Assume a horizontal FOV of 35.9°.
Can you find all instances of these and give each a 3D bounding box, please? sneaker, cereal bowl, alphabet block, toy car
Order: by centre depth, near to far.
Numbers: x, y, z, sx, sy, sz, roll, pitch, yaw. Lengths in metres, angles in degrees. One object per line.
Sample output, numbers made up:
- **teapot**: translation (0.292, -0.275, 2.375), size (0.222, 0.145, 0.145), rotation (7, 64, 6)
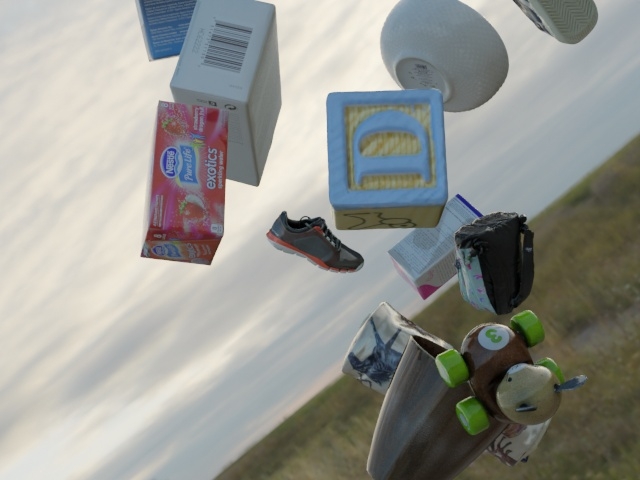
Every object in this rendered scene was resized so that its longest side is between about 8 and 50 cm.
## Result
- **toy car**: translation (0.271, 0.190, 1.332), size (0.155, 0.149, 0.188), rotation (-25, 7, -11)
- **sneaker**: translation (0.000, 0.000, 1.489), size (0.061, 0.158, 0.064), rotation (-103, 35, -64)
- **alphabet block**: translation (0.107, -0.127, 1.624), size (0.193, 0.193, 0.197), rotation (0, -10, 2)
- **sneaker**: translation (0.386, -0.522, 1.855), size (0.131, 0.350, 0.148), rotation (-37, 30, -3)
- **cereal bowl**: translation (0.287, -0.442, 2.459), size (0.141, 0.339, 0.339), rotation (-54, -1, -25)

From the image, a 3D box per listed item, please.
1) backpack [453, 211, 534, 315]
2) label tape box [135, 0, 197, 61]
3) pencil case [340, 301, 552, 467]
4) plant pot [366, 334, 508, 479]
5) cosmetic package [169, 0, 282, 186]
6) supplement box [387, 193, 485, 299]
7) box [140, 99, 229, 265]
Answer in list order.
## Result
- **backpack**: translation (0.325, 0.048, 1.861), size (0.152, 0.182, 0.115), rotation (-23, 21, -24)
- **label tape box**: translation (-0.356, -0.656, 2.546), size (0.249, 0.347, 0.115), rotation (-13, 6, -12)
- **pencil case**: translation (0.237, 0.267, 1.869), size (0.159, 0.410, 0.183), rotation (-65, -13, 12)
- **plant pot**: translation (0.182, 0.310, 1.626), size (0.230, 0.215, 0.215), rotation (-59, -10, 5)
- **cosmetic package**: translation (-0.188, -0.310, 2.108), size (0.453, 0.162, 0.230), rotation (91, -167, -72)
- **supplement box**: translation (0.281, 0.016, 2.288), size (0.220, 0.114, 0.111), rotation (-40, -33, -7)
- **box**: translation (-0.233, -0.099, 1.697), size (0.128, 0.256, 0.122), rotation (7, -28, -14)
